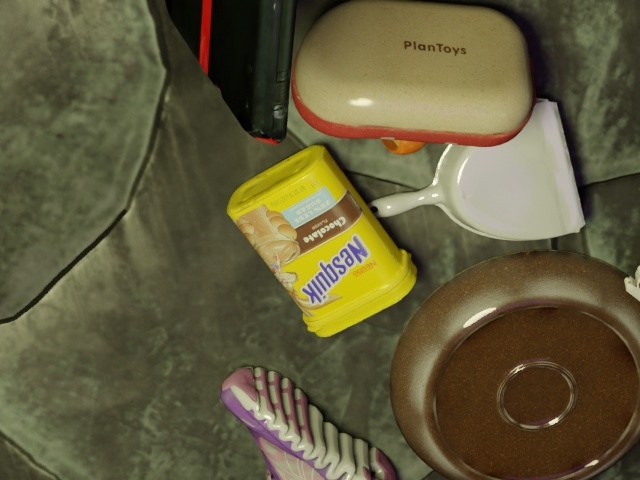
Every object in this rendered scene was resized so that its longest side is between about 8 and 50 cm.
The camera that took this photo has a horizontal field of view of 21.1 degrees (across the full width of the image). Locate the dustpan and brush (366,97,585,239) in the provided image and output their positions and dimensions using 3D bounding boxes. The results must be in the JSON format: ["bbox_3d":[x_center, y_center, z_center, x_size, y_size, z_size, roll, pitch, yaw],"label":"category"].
[{"bbox_3d":[0.147,-0.053,1.744,0.211,0.060,0.147,-17,105,-4],"label":"dustpan and brush"}]

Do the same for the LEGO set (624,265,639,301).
[{"bbox_3d":[0.384,-0.033,1.754,0.093,0.087,0.227,37,115,-17],"label":"LEGO set"}]

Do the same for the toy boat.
[{"bbox_3d":[0.085,-0.139,1.660,0.231,0.151,0.151,4,145,-7],"label":"toy boat"}]

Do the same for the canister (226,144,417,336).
[{"bbox_3d":[0.000,0.000,1.737,0.126,0.073,0.170,-28,114,20],"label":"canister"}]

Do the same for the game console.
[{"bbox_3d":[-0.064,-0.315,1.428,0.060,0.342,0.387,-5,118,-18],"label":"game console"}]

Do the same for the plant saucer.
[{"bbox_3d":[0.230,0.158,1.855,0.310,0.050,0.311,-2,117,-3],"label":"plant saucer"}]

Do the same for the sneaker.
[{"bbox_3d":[-0.028,0.233,1.849,0.104,0.095,0.236,-40,114,22],"label":"sneaker"}]
